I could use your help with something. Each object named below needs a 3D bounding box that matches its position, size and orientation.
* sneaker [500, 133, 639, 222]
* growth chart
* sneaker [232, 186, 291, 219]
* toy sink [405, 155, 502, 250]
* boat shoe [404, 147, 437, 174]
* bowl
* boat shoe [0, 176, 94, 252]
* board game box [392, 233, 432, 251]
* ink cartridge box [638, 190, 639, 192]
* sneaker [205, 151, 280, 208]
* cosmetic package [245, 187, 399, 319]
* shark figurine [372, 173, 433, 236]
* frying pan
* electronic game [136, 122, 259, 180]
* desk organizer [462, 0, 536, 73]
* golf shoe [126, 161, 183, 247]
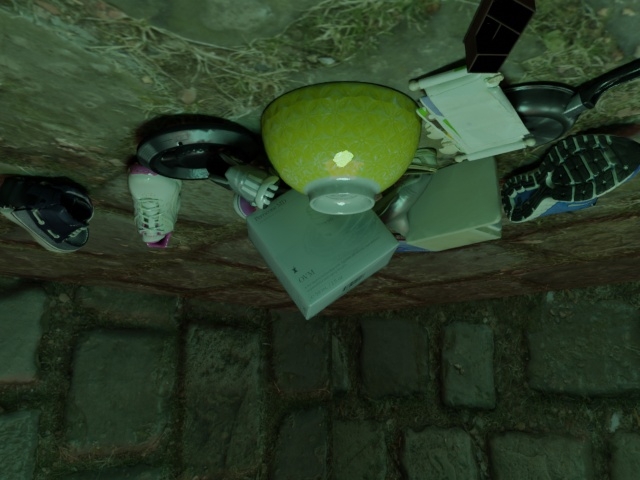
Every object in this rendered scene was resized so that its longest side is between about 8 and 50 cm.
[{"bbox_3d":[0.521,-0.130,1.102,0.147,0.130,0.330,-10,172,-20],"label":"sneaker"},{"bbox_3d":[0.242,-0.198,0.871,0.171,0.021,0.237,-2,154,37],"label":"growth chart"},{"bbox_3d":[-0.061,-0.057,1.309,0.161,0.102,0.282,-2,167,36],"label":"sneaker"},{"bbox_3d":[0.314,-0.076,1.188,0.131,0.153,0.234,13,159,-41],"label":"toy sink"},{"bbox_3d":[0.166,-0.149,1.110,0.152,0.048,0.056,-8,163,27],"label":"boat shoe"},{"bbox_3d":[0.037,-0.136,0.952,0.289,0.156,0.289,0,164,0],"label":"bowl"},{"bbox_3d":[-0.617,-0.045,1.323,0.158,0.127,0.340,6,165,6],"label":"boat shoe"},{"bbox_3d":[0.255,0.008,1.741,0.281,0.027,0.145,0,164,-2],"label":"board game box"},{"bbox_3d":[0.793,-0.157,1.095,0.206,0.045,0.208,-2,162,6],"label":"ink cartridge box"},{"bbox_3d":[-0.153,-0.125,1.024,0.132,0.086,0.228,27,179,-13],"label":"sneaker"},{"bbox_3d":[0.000,0.000,1.117,0.224,0.225,0.138,-34,165,-15],"label":"cosmetic package"},{"bbox_3d":[0.143,-0.052,1.207,0.116,0.166,0.278,46,142,-16],"label":"shark figurine"},{"bbox_3d":[0.402,-0.211,0.898,0.326,0.053,0.197,-4,165,28],"label":"frying pan"},{"bbox_3d":[-0.231,-0.168,1.031,0.229,0.048,0.229,-8,168,-2],"label":"electronic game"},{"bbox_3d":[0.220,-0.265,0.672,0.047,0.050,0.130,0,165,-2],"label":"desk organizer"},{"bbox_3d":[-0.370,-0.073,1.216,0.115,0.140,0.306,3,163,-7],"label":"golf shoe"}]
